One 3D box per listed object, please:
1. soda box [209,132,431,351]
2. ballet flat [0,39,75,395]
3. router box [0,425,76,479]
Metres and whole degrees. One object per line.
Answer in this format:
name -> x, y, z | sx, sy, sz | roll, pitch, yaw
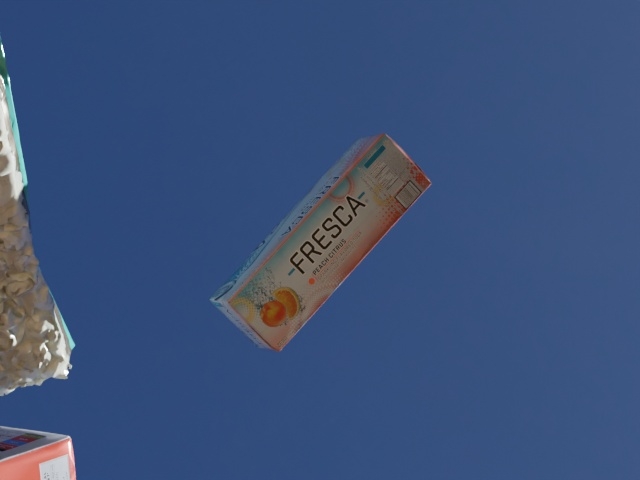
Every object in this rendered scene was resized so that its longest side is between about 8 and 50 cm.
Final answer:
soda box -> 0.000, 0.000, 1.190 | 0.058, 0.063, 0.183 | 46, -104, -12
ballet flat -> -0.258, -0.020, 1.044 | 0.147, 0.147, 0.409 | 6, -42, 8
router box -> -0.397, 0.193, 1.087 | 0.335, 0.301, 0.082 | 3, -82, 32
